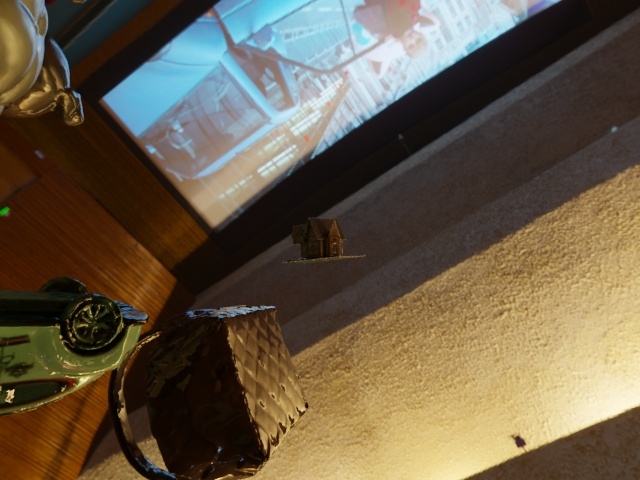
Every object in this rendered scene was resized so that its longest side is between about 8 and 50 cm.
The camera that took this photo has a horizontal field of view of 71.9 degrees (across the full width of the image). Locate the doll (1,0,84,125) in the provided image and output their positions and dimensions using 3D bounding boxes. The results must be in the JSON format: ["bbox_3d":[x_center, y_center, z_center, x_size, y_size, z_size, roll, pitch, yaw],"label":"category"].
[{"bbox_3d":[-0.564,-0.406,0.827,0.378,0.382,0.252,-41,-116,2],"label":"doll"}]

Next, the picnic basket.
[{"bbox_3d":[-0.219,0.274,0.759,0.337,0.293,0.337,-19,171,-3],"label":"picnic basket"}]

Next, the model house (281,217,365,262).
[{"bbox_3d":[0.000,0.000,0.948,0.117,0.088,0.167,0,174,-41],"label":"model house"}]

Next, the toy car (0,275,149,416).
[{"bbox_3d":[-0.324,0.095,0.403,0.136,0.305,0.125,6,-91,47],"label":"toy car"}]

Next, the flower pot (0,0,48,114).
[{"bbox_3d":[-0.381,-0.205,0.380,0.246,0.246,0.195,-28,-154,25],"label":"flower pot"}]
